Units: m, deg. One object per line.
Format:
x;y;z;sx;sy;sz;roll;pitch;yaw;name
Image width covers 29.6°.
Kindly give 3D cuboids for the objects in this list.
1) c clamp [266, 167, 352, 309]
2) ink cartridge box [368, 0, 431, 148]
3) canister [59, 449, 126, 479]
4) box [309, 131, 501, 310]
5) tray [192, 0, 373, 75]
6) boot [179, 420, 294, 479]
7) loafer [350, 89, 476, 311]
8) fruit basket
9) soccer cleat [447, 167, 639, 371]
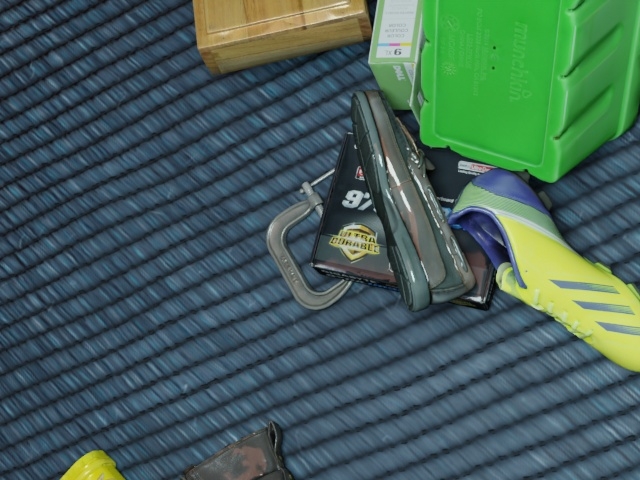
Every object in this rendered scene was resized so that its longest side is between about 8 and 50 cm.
0.000;0.000;1.517;0.137;0.022;0.161;-28;72;13;c clamp
0.103;-0.225;1.446;0.062;0.109;0.209;0;66;18;ink cartridge box
-0.265;0.368;1.521;0.170;0.073;0.126;43;96;19;canister
0.115;-0.024;1.452;0.220;0.051;0.175;12;79;18;box
-0.067;-0.419;1.497;0.202;0.076;0.411;-11;67;7;tray
-0.105;0.374;1.465;0.263;0.091;0.229;-38;68;3;boot
0.104;-0.052;1.398;0.084;0.096;0.268;-13;78;-9;loafer
0.244;-0.304;1.355;0.283;0.392;0.392;19;88;21;fruit basket
0.255;0.048;1.343;0.121;0.093;0.289;-39;84;-30;soccer cleat
